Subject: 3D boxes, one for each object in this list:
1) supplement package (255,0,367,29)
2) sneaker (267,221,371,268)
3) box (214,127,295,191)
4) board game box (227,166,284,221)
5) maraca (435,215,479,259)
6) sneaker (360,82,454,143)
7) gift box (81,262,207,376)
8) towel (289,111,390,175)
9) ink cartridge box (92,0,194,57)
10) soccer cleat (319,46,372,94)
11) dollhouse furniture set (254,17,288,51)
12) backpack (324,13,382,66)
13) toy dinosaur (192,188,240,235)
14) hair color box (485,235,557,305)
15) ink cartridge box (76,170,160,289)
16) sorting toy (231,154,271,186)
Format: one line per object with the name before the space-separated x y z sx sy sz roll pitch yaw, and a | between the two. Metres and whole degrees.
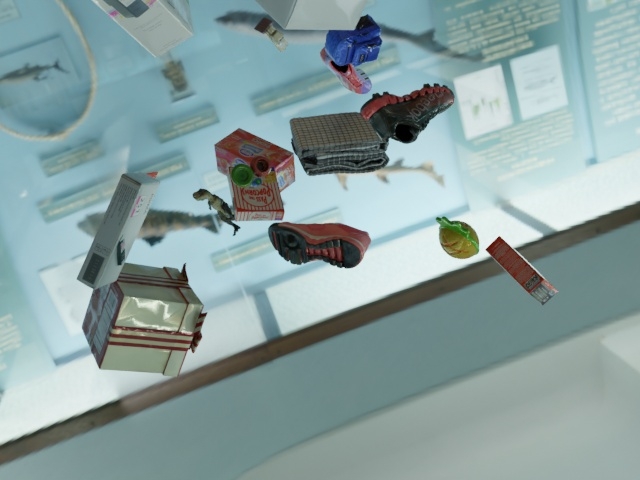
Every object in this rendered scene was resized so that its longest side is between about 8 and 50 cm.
supplement package | -0.054 -0.517 1.323 0.177 0.175 0.293 -14 -128 -43
sneaker | 0.000 0.001 2.176 0.314 0.116 0.136 12 -148 26
box | -0.219 -0.261 2.548 0.257 0.122 0.128 28 -129 29
board game box | -0.198 -0.142 2.310 0.147 0.045 0.193 -2 -130 -18
maraca | 0.381 -0.011 2.115 0.127 0.185 0.099 22 -108 32
sneaker | 0.234 -0.310 1.896 0.276 0.135 0.097 -17 164 -30
gift box | -0.454 0.194 2.026 0.258 0.276 0.255 12 -157 -35
towel | 0.052 -0.296 2.383 0.284 0.121 0.235 -8 -146 -9
ink cartridge box | -0.433 -0.591 1.652 0.119 0.353 0.207 -24 -122 18
soccer cleat | 0.091 -0.547 2.490 0.083 0.248 0.095 -43 -138 11
dollhouse furniture set | -0.067 -0.475 1.692 0.114 0.081 0.091 -49 -137 -2
backpack | 0.077 -0.462 1.780 0.120 0.098 0.101 -18 -124 -21
toy dinosaur | -0.298 -0.085 2.400 0.064 0.268 0.118 -41 -121 4
hair color box | 0.475 0.070 1.800 0.053 0.093 0.167 -45 -131 11
ink cartridge box | -0.463 -0.031 1.831 0.060 0.275 0.239 27 -170 5
sorting toy | -0.153 -0.144 1.658 0.102 0.061 0.042 -29 -173 -26
